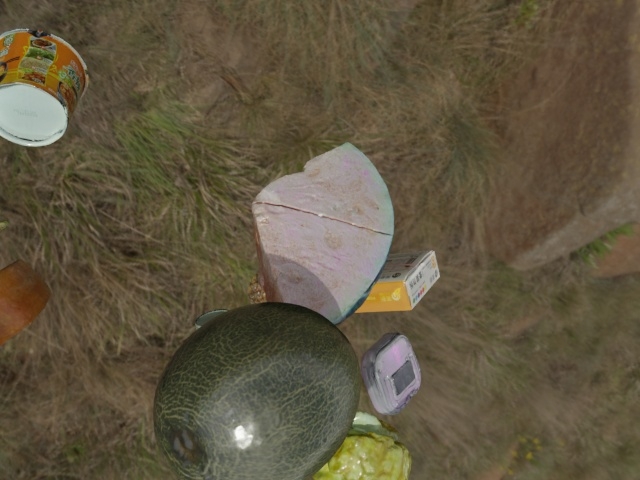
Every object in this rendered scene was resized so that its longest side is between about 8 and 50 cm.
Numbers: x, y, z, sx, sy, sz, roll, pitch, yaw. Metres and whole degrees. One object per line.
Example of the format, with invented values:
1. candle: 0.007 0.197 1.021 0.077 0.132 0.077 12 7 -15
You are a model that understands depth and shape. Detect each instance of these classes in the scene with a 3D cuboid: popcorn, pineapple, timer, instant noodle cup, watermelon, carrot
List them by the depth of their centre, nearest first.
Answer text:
1. carrot: -0.573 0.130 0.986 0.258 0.307 0.100 -26 105 5
2. watermelon: 0.007 0.029 1.165 0.292 0.319 0.222 -23 154 -19
3. popcorn: 0.076 0.428 1.196 0.221 0.204 0.183 48 58 -54
4. instant noodle cup: -0.665 -0.340 1.407 0.230 0.182 0.230 -6 138 -5
5. timer: 0.199 0.363 1.678 0.208 0.069 0.190 -32 104 -50
6. pineapple: -0.108 0.192 2.112 0.158 0.279 0.157 -32 130 -49

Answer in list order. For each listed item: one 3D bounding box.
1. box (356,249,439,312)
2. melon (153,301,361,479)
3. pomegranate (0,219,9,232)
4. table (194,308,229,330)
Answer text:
1. box: 0.162 0.113 1.665 0.221 0.274 0.091 -36 113 -51
2. melon: -0.073 0.200 0.804 0.302 0.237 0.237 -19 130 -56
3. pomegranate: -0.936 0.011 1.561 0.302 0.236 0.236 -51 141 -41
4. table: -0.329 0.351 2.008 0.126 0.126 0.220 -18 109 -26
